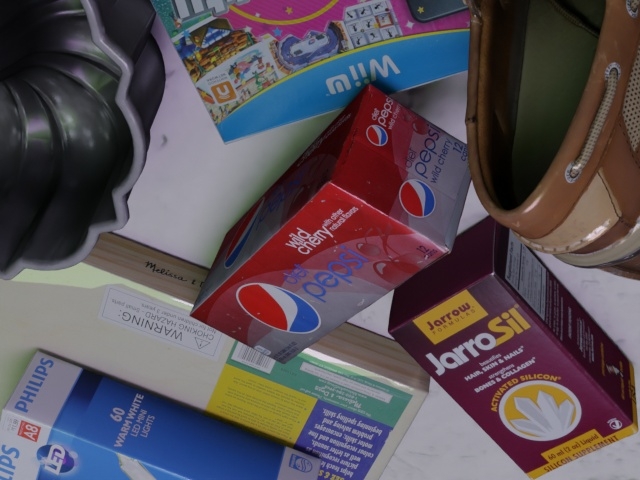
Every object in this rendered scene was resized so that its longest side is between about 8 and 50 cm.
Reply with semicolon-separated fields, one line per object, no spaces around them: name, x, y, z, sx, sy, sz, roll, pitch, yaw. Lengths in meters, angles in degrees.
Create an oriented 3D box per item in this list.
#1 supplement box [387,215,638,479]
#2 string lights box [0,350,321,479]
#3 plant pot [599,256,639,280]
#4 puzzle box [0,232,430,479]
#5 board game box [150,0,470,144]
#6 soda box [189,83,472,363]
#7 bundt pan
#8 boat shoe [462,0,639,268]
supplement box;0.153;0.086;0.910;0.104;0.081;0.188;-33;112;29
string lights box;-0.145;0.205;0.989;0.259;0.077;0.133;21;127;-4
plant pot;0.203;-0.087;0.739;0.167;0.167;0.165;23;119;-6
puzzle box;-0.138;0.138;1.020;0.408;0.052;0.272;22;125;-5
board game box;-0.017;-0.234;0.713;0.224;0.097;0.303;-15;121;20
soda box;0.000;0.000;0.817;0.092;0.083;0.263;30;149;-13
bundt pan;-0.248;-0.137;0.790;0.330;0.124;0.331;11;131;13
boat shoe;0.137;-0.150;0.624;0.122;0.324;0.120;-6;170;43
